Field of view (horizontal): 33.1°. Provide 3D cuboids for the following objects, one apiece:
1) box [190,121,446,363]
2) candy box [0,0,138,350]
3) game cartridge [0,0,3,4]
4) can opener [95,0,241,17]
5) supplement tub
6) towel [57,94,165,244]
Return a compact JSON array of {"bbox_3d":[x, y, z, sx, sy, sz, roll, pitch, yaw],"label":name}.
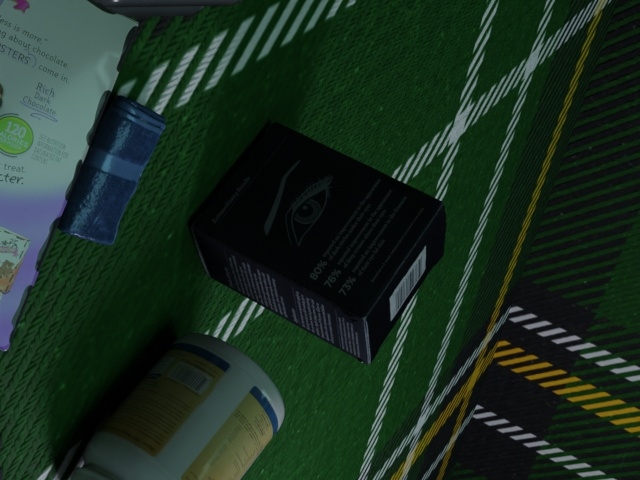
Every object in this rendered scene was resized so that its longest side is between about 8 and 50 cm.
[{"bbox_3d":[0.000,0.000,1.086,0.153,0.207,0.108,-53,158,-23],"label":"box"},{"bbox_3d":[-0.210,-0.062,0.557,0.165,0.070,0.196,26,83,-39],"label":"candy box"},{"bbox_3d":[-0.250,-0.148,0.393,0.196,0.060,0.294,-57,140,-7],"label":"game cartridge"},{"bbox_3d":[-0.099,-0.219,0.804,0.283,0.076,0.095,-23,104,-60],"label":"can opener"},{"bbox_3d":[-0.145,0.207,1.083,0.200,0.144,0.144,-50,156,-31],"label":"supplement tub"},{"bbox_3d":[-0.168,-0.054,0.865,0.119,0.029,0.067,-63,159,1],"label":"towel"}]
